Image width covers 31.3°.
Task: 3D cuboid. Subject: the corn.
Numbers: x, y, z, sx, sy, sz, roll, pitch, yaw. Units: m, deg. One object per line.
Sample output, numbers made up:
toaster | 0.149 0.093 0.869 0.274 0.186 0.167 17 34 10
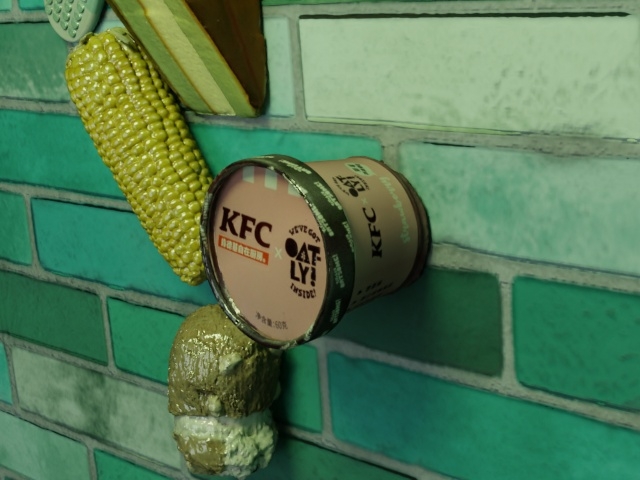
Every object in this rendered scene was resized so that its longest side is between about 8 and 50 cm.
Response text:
corn | -0.158 -0.080 1.080 0.091 0.091 0.260 -28 81 2

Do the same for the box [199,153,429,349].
box | 0.000 0.000 0.921 0.151 0.135 0.151 13 109 43

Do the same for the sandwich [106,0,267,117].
sandwich | -0.138 -0.191 0.986 0.117 0.144 0.187 10 110 45

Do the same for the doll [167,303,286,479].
doll | -0.090 0.123 1.067 0.115 0.105 0.221 29 124 43

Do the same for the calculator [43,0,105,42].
calculator | -0.247 -0.271 1.152 0.095 0.021 0.153 43 130 26
